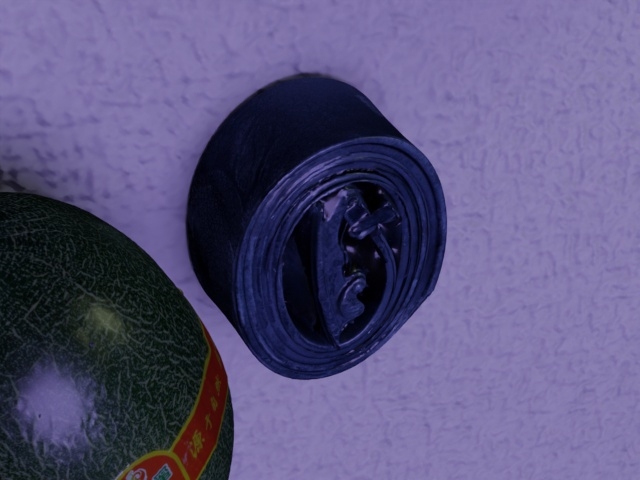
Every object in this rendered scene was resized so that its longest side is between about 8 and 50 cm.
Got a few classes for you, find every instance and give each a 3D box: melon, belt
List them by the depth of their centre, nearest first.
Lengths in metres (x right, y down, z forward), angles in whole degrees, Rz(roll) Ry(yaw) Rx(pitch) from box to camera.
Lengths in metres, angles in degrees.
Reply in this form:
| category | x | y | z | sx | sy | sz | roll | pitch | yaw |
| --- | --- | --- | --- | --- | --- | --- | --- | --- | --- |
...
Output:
| category | x | y | z | sx | sy | sz | roll | pitch | yaw |
| --- | --- | --- | --- | --- | --- | --- | --- | --- | --- |
| melon | -0.143 | 0.080 | 0.950 | 0.182 | 0.182 | 0.287 | -37 | 140 | -8 |
| belt | 0.000 | 0.000 | 1.082 | 0.141 | 0.082 | 0.190 | -22 | 136 | -18 |
